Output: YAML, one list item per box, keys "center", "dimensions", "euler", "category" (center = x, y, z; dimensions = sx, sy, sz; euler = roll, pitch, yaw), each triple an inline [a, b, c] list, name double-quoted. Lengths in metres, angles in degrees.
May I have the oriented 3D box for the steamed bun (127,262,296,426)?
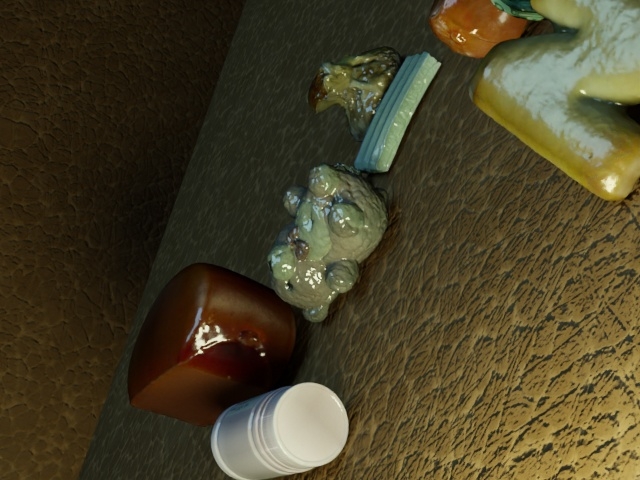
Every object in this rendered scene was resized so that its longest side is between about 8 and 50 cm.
- center: [-0.202, 0.181, 2.059]
  dimensions: [0.379, 0.235, 0.248]
  euler: [-40, 35, 53]
  category: "steamed bun"

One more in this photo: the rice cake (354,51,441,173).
- center: [0.136, -0.230, 2.009]
  dimensions: [0.237, 0.043, 0.127]
  euler: [-64, 17, -3]
  category: "rice cake"

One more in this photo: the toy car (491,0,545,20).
- center: [0.308, -0.434, 1.588]
  dimensions: [0.125, 0.136, 0.306]
  euler: [90, -176, -67]
  category: "toy car"

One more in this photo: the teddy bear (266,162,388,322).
- center: [0.001, -0.001, 1.883]
  dimensions: [0.267, 0.151, 0.236]
  euler: [-47, 52, 30]
  category: "teddy bear"

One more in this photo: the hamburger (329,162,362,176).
- center: [0.038, -0.059, 1.996]
  dimensions: [0.102, 0.087, 0.176]
  euler: [3, 56, 53]
  category: "hamburger"

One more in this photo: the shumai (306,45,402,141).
- center: [0.065, -0.301, 2.144]
  dimensions: [0.161, 0.153, 0.209]
  euler: [139, 149, -64]
  category: "shumai"

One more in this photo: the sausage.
- center: [0.261, -0.402, 1.721]
  dimensions: [0.153, 0.141, 0.268]
  euler: [125, 165, -62]
  category: "sausage"

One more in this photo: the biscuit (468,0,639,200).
- center: [0.315, -0.205, 1.306]
  dimensions: [0.237, 0.062, 0.291]
  euler: [-56, 44, 16]
  category: "biscuit"

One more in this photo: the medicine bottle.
- center: [-0.068, 0.298, 1.702]
  dimensions: [0.249, 0.133, 0.133]
  euler: [-32, 36, 60]
  category: "medicine bottle"
